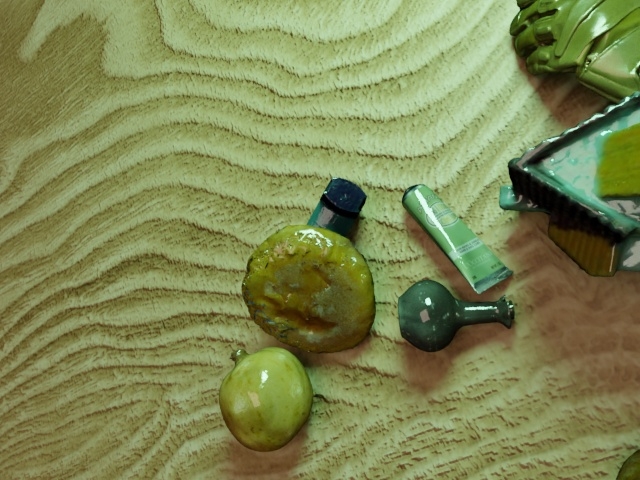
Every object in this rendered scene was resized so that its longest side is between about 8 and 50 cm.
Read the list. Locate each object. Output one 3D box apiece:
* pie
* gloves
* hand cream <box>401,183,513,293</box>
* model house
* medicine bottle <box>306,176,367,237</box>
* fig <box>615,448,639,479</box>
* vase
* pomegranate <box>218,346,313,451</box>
[{"bbox_3d":[-0.020,0.101,0.909,0.273,0.069,0.273,4,112,10],"label":"pie"},{"bbox_3d":[0.415,-0.298,0.746,0.154,0.141,0.331,-49,64,16],"label":"gloves"},{"bbox_3d":[0.224,-0.014,0.858,0.235,0.086,0.055,53,152,27],"label":"hand cream"},{"bbox_3d":[0.361,-0.050,0.657,0.248,0.280,0.230,-1,84,25],"label":"model house"},{"bbox_3d":[0.000,0.000,0.950,0.079,0.124,0.258,29,101,-1],"label":"medicine bottle"},{"bbox_3d":[0.457,0.408,0.636,0.170,0.145,0.274,15,104,32],"label":"fig"},{"bbox_3d":[0.222,0.121,0.818,0.182,0.120,0.120,-6,80,14],"label":"vase"},{"bbox_3d":[-0.106,0.284,0.931,0.196,0.196,0.196,-4,81,29],"label":"pomegranate"}]
